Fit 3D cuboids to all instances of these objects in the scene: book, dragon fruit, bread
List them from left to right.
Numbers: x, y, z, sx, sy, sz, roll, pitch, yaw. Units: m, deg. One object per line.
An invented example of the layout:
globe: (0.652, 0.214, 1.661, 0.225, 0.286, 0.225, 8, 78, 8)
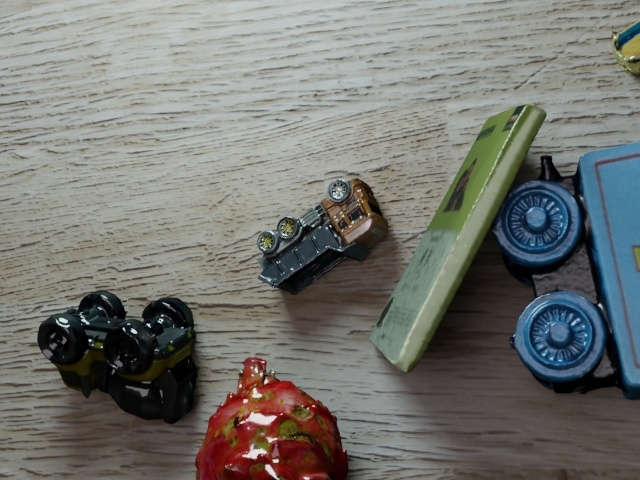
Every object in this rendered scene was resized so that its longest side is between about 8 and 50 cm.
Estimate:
dragon fruit: (-0.064, 0.280, 1.513, 0.205, 0.210, 0.268, -37, 47, 28)
book: (0.161, -0.005, 1.470, 0.035, 0.239, 0.352, 27, 88, -6)
bread: (0.434, -0.259, 1.510, 0.106, 0.053, 0.072, -35, 45, 8)

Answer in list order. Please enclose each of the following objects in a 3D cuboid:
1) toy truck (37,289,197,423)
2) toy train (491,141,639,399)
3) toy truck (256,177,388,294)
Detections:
toy truck: (-0.287, 0.171, 1.657, 0.224, 0.147, 0.165, 5, 108, 21)
toy train: (0.353, 0.038, 1.409, 0.265, 0.188, 0.300, -12, 74, 11)
toy truck: (0.000, 0.000, 1.604, 0.192, 0.083, 0.092, -36, 68, 12)
